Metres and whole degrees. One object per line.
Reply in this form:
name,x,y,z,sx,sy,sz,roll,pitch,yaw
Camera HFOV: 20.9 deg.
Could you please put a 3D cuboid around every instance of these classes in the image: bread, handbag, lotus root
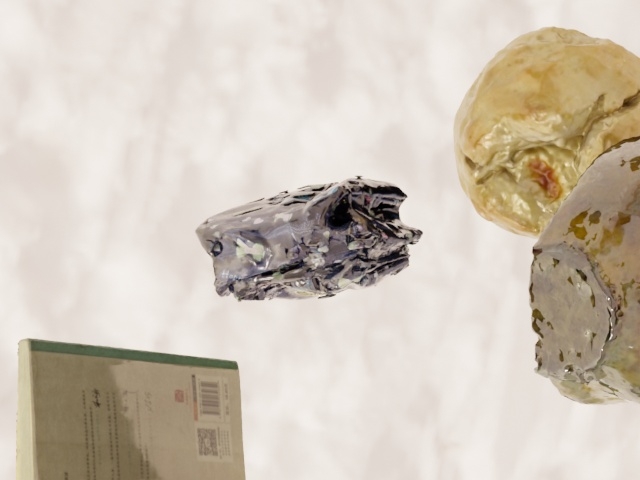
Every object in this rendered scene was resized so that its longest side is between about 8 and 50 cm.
bread,0.248,-0.103,1.828,0.134,0.244,0.244,-54,144,-58
handbag,0.000,0.000,1.633,0.260,0.162,0.113,-4,77,-70
lotus root,0.317,0.032,1.580,0.260,0.149,0.267,-5,98,-45

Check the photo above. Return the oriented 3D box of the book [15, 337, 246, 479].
book,-0.176,0.208,1.680,0.282,0.025,0.215,13,69,-46
